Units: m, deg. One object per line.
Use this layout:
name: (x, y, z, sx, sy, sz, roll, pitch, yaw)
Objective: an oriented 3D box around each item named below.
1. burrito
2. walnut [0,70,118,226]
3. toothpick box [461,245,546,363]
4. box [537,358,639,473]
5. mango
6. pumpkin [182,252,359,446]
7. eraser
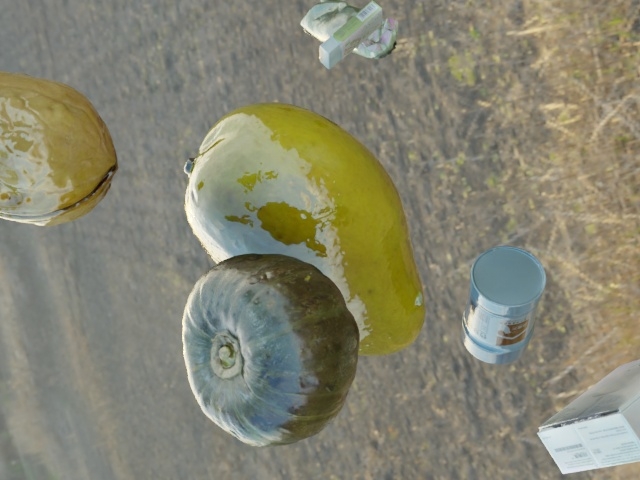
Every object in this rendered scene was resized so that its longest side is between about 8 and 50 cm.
burrito: (0.055, -0.399, 1.702, 0.066, 0.096, 0.309, 54, 172, -33)
walnut: (-0.273, -0.083, 0.830, 0.144, 0.180, 0.144, -171, 90, -88)
toothpick box: (0.250, 0.092, 1.247, 0.101, 0.101, 0.153, 57, 164, 33)
box: (0.287, 0.152, 0.824, 0.051, 0.129, 0.130, 59, 154, 6)
mango: (0.000, 0.000, 1.270, 0.301, 0.220, 0.445, -21, 127, 38)
pumpkin: (-0.047, 0.120, 0.997, 0.219, 0.162, 0.218, 1, 91, 41)
eraser: (0.034, -0.230, 1.011, 0.019, 0.083, 0.038, 44, 167, 13)
